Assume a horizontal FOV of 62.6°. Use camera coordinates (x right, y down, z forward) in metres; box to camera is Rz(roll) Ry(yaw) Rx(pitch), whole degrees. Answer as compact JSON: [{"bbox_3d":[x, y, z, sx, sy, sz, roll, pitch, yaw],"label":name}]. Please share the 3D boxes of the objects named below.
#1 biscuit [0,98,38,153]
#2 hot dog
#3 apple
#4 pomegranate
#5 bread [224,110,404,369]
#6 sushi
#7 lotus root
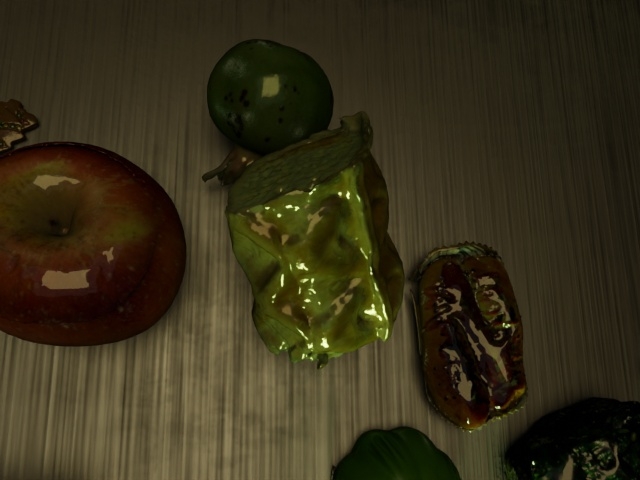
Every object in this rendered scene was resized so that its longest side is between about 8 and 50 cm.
[{"bbox_3d":[-0.461,-0.164,0.761,0.082,0.016,0.092,23,74,-4],"label":"biscuit"},{"bbox_3d":[0.223,0.136,0.770,0.162,0.082,0.270,-4,77,-11],"label":"hot dog"},{"bbox_3d":[-0.306,0.008,0.654,0.271,0.206,0.252,-2,68,-12],"label":"apple"},{"bbox_3d":[-0.085,-0.169,0.750,0.181,0.181,0.224,28,102,-2],"label":"pomegranate"},{"bbox_3d":[-0.001,0.004,0.664,0.238,0.196,0.252,-27,121,-9],"label":"bread"},{"bbox_3d":[0.377,0.304,0.734,0.225,0.127,0.124,-22,82,-11],"label":"sushi"},{"bbox_3d":[0.115,0.338,0.664,0.186,0.186,0.186,2,78,-8],"label":"lotus root"}]
